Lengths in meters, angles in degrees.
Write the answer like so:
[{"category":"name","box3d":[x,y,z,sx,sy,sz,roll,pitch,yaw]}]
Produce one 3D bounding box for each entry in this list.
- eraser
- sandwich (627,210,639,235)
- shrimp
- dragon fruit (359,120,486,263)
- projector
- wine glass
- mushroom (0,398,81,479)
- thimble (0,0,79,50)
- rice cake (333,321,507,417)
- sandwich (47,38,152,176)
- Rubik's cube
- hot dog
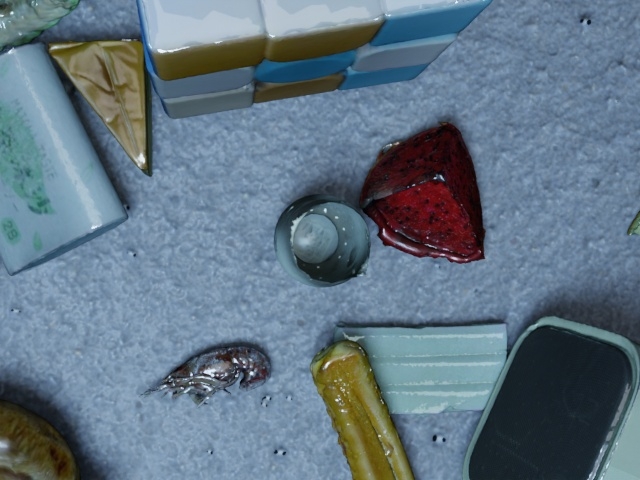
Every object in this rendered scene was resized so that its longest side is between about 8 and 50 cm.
[{"category":"eraser","box3d":[-0.347,-0.093,1.010,0.174,0.081,0.226,-25,91,23]},{"category":"sandwich","box3d":[0.527,-0.066,1.131,0.245,0.090,0.088,-14,94,-5]},{"category":"shrimp","box3d":[-0.144,0.173,1.058,0.165,0.056,0.065,-19,97,-4]},{"category":"dragon fruit","box3d":[0.142,-0.051,1.096,0.161,0.121,0.127,55,39,-27]},{"category":"projector","box3d":[0.354,0.256,0.999,0.249,0.248,0.248,26,86,-18]},{"category":"wine glass","box3d":[0.000,0.000,1.009,0.111,0.204,0.111,0,92,-9]},{"category":"mushroom","box3d":[-0.372,0.306,0.955,0.283,0.195,0.263,19,94,9]},{"category":"thimble","box3d":[-0.392,-0.304,0.961,0.219,0.219,0.150,-25,94,-7]},{"category":"rice cake","box3d":[0.128,0.167,1.097,0.237,0.043,0.127,2,88,-6]},{"category":"sandwich","box3d":[-0.267,-0.158,1.043,0.114,0.079,0.163,-3,90,-5]},{"category":"Rubik's cube","box3d":[-0.045,-0.352,0.944,0.347,0.344,0.346,-9,88,-8]},{"category":"hot dog","box3d":[0.058,0.251,1.046,0.083,0.068,0.288,-27,109,-22]}]
